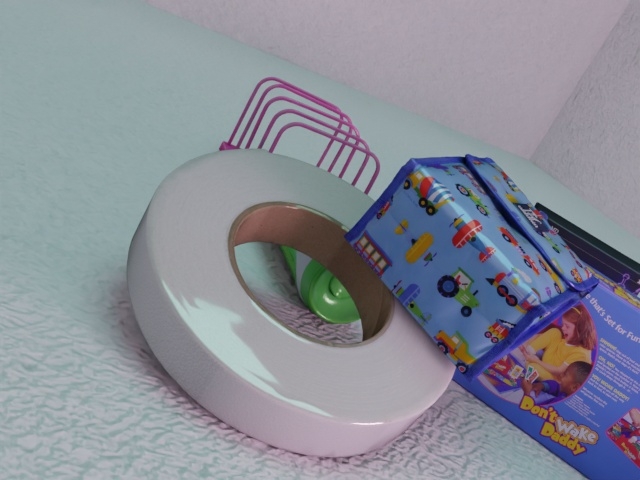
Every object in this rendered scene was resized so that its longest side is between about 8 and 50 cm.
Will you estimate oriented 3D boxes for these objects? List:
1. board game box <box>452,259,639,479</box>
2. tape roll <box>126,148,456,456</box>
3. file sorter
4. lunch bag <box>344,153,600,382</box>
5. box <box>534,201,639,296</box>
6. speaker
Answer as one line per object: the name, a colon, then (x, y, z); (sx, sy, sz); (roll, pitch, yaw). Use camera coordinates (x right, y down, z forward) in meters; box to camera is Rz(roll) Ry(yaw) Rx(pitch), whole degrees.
board game box: (0.356, 0.169, 1.182); (0.347, 0.233, 0.078); (36, 19, 17)
tape roll: (-0.023, 0.054, 0.971); (0.392, 0.072, 0.392); (21, 41, -19)
file sorter: (-0.037, -0.150, 1.523); (0.202, 0.182, 0.290); (22, 20, -22)
lunch bag: (0.210, 0.009, 1.044); (0.221, 0.138, 0.293); (50, 34, 16)
box: (0.502, 0.070, 1.755); (0.261, 0.184, 0.103); (33, 18, 11)
speaker: (0.000, 0.000, 1.269); (0.131, 0.131, 0.296); (21, 20, -24)
